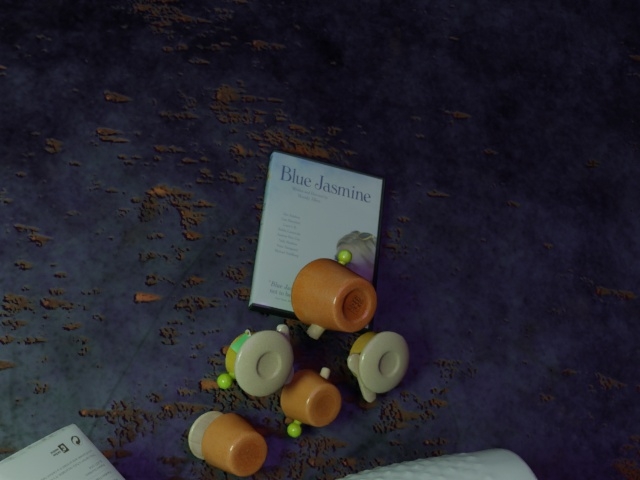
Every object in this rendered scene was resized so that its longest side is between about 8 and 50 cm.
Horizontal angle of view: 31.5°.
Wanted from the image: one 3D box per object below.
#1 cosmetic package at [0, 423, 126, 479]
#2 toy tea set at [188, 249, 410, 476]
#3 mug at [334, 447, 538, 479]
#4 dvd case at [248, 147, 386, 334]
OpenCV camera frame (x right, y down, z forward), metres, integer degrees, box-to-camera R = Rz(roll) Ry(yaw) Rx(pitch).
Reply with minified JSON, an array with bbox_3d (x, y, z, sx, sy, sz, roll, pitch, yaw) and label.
[{"bbox_3d":[-0.234,0.407,1.230,0.365,0.197,0.155,44,28,12],"label":"cosmetic package"},{"bbox_3d":[-0.045,0.162,1.503,0.336,0.124,0.200,-31,116,-27],"label":"toy tea set"},{"bbox_3d":[0.098,0.441,1.313,0.328,0.276,0.374,-5,50,-15],"label":"mug"},{"bbox_3d":[0.000,0.000,1.634,0.180,0.022,0.253,13,63,-14],"label":"dvd case"}]
